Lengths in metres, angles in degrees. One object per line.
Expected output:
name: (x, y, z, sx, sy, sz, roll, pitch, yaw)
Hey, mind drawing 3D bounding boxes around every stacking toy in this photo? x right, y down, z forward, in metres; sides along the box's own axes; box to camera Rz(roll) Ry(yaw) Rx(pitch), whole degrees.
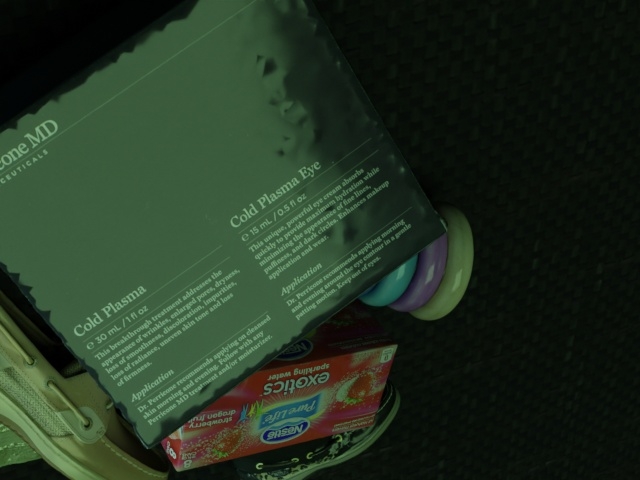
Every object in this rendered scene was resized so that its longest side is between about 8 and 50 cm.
stacking toy: (0.000, 0.000, 1.220, 0.330, 0.141, 0.141, 10, 119, -25)

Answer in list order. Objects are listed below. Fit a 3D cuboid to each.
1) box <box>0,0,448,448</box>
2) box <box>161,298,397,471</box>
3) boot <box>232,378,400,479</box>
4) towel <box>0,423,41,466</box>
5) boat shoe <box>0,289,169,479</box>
box: (-0.120, -0.054, 0.996, 0.343, 0.179, 0.312, -35, 116, -6)
box: (-0.059, 0.148, 1.229, 0.257, 0.122, 0.128, -7, 127, -29)
boot: (-0.024, 0.210, 1.382, 0.236, 0.085, 0.178, -31, 131, -3)
towel: (-0.327, 0.210, 1.257, 0.148, 0.027, 0.110, -8, 126, -23)
boat shoe: (-0.270, 0.164, 1.167, 0.110, 0.121, 0.341, -47, 122, -1)
